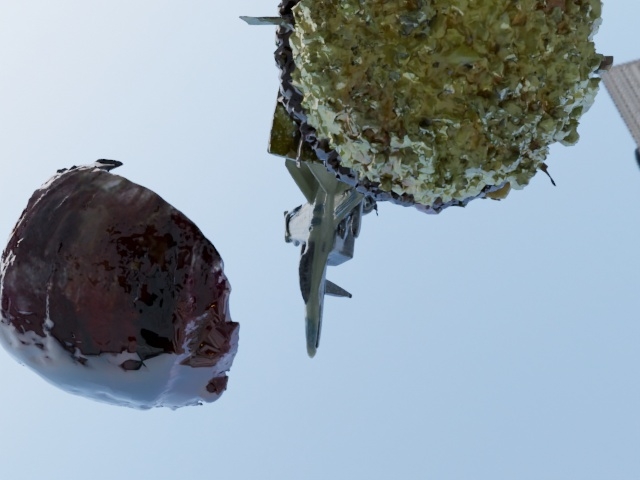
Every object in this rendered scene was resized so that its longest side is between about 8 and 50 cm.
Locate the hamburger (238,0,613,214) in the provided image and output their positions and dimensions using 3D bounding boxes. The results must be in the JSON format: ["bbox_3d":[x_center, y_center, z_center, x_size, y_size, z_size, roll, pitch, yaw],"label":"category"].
[{"bbox_3d":[0.075,-0.141,0.458,0.261,0.139,0.243,8,-85,-4],"label":"hamburger"}]

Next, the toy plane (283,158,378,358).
[{"bbox_3d":[0.009,0.002,0.727,0.088,0.192,0.262,10,-113,-33],"label":"toy plane"}]

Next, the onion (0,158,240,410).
[{"bbox_3d":[-0.237,0.086,0.731,0.280,0.314,0.146,20,-157,13],"label":"onion"}]
